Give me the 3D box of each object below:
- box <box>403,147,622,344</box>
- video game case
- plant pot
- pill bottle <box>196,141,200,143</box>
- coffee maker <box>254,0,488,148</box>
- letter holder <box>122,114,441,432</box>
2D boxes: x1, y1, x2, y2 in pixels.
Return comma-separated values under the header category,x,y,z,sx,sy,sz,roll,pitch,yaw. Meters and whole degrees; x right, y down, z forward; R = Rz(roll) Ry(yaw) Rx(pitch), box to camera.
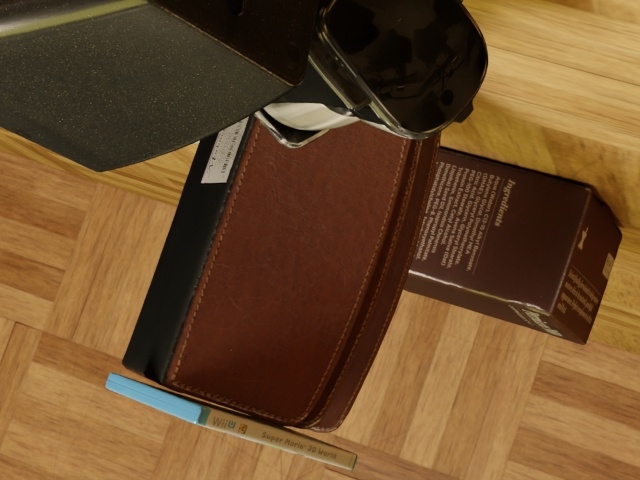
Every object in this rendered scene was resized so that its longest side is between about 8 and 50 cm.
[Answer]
category,x,y,z,sx,sy,sz,roll,pitch,yaw
box,0.102,-0.018,1.546,0.381,0.143,0.191,15,173,24
video game case,-0.067,0.139,1.138,0.166,0.015,0.119,23,173,-42
plant pot,-0.098,-0.152,0.778,0.167,0.187,0.188,1,164,36
pill bottle,-0.132,-0.137,1.433,0.087,0.087,0.160,22,173,-29
coffee maker,-0.007,-0.131,0.906,0.171,0.120,0.178,22,173,-23
letter holder,0.000,0.000,1.209,0.214,0.302,0.152,21,174,-18
